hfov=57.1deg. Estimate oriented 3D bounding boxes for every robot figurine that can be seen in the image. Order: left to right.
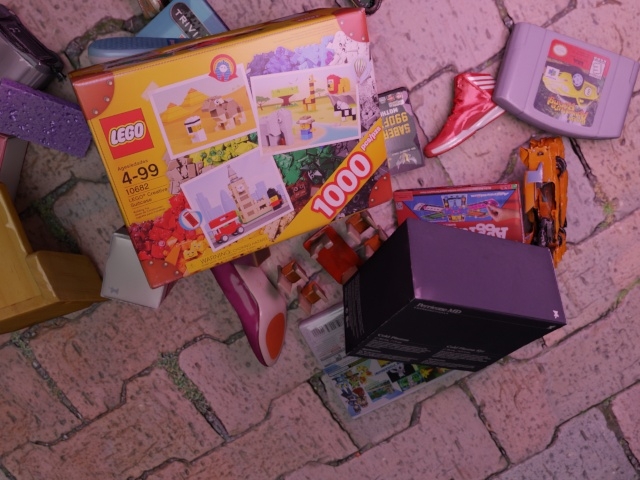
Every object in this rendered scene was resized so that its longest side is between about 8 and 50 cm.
[{"bbox_3d":[0.498,-0.076,1.305,0.085,0.211,0.290,4,108,33],"label":"robot figurine"}]

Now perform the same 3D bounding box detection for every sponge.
[{"bbox_3d":[-0.597,-0.261,1.274,0.210,0.031,0.117,17,124,-38],"label":"sponge"}]

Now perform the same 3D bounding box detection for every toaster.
[{"bbox_3d":[-0.668,-0.382,1.259,0.146,0.129,0.227,-41,106,16],"label":"toaster"}]

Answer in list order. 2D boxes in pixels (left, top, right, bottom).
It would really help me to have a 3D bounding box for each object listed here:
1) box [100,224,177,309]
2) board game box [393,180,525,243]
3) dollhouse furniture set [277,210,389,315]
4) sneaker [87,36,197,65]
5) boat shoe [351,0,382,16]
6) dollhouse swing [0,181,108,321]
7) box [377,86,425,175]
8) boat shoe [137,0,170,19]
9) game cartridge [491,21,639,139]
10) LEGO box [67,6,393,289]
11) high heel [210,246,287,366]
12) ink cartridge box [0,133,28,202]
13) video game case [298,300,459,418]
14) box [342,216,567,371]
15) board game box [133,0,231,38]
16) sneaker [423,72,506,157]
[{"bbox_3d":[-0.380,0.034,1.318,0.127,0.232,0.148,15,106,-4],"label":"box"},{"bbox_3d":[0.307,-0.051,1.321,0.281,0.027,0.145,-2,109,31],"label":"board game box"},{"bbox_3d":[0.000,0.000,1.378,0.262,0.135,0.259,-38,114,11],"label":"dollhouse furniture set"},{"bbox_3d":[-0.297,-0.300,1.206,0.319,0.127,0.208,0,122,-9],"label":"sneaker"},{"bbox_3d":[0.064,-0.579,1.214,0.081,0.068,0.227,-26,104,8],"label":"boat shoe"},{"bbox_3d":[-0.745,0.046,1.346,0.347,0.315,0.304,-19,83,6],"label":"dollhouse swing"},{"bbox_3d":[0.102,-0.225,1.325,0.231,0.056,0.183,-15,105,6],"label":"box"},{"bbox_3d":[-0.394,-0.560,1.234,0.072,0.068,0.190,-19,105,19],"label":"boat shoe"},{"bbox_3d":[0.525,-0.327,1.257,0.294,0.060,0.196,16,93,-7],"label":"game cartridge"},{"bbox_3d":[-0.146,-0.187,1.095,0.500,0.193,0.372,-22,117,-17],"label":"LEGO box"},{"bbox_3d":[-0.192,0.133,1.435,0.181,0.127,0.377,8,114,30],"label":"high heel"},{"bbox_3d":[-0.836,-0.194,1.319,0.283,0.117,0.207,21,106,-6],"label":"ink cartridge box"},{"bbox_3d":[0.157,0.263,1.480,0.329,0.036,0.300,-27,104,8],"label":"video game case"},{"bbox_3d":[0.265,0.131,1.240,0.343,0.178,0.312,11,148,-19],"label":"box"},{"bbox_3d":[-0.315,-0.338,1.288,0.336,0.079,0.253,-38,102,11],"label":"board game box"},{"bbox_3d":[0.299,-0.286,1.302,0.221,0.087,0.128,-35,95,-2],"label":"sneaker"}]
